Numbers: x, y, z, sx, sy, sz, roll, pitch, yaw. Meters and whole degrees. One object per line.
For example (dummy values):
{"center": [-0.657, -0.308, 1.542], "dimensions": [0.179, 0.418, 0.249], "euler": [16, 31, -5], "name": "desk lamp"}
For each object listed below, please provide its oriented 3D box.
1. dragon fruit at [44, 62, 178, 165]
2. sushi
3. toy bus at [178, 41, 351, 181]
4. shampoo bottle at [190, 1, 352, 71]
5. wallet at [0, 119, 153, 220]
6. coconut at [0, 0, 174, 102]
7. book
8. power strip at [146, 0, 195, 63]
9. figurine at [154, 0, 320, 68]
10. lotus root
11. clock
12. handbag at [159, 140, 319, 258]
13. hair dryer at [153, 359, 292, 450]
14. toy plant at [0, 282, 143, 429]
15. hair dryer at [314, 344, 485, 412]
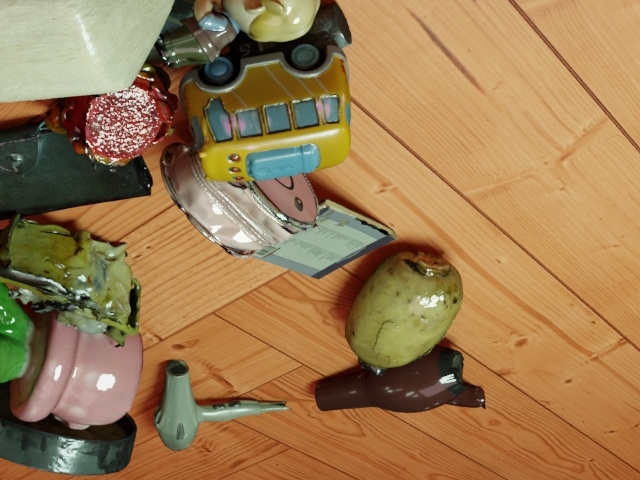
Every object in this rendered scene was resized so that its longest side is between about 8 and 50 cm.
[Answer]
{"center": [-0.273, -0.165, 1.220], "dimensions": [0.208, 0.150, 0.133], "euler": [0, 136, 36], "name": "dragon fruit"}
{"center": [-0.383, 0.054, 1.482], "dimensions": [0.131, 0.139, 0.291], "euler": [-25, 139, 33], "name": "sushi"}
{"center": [-0.060, -0.144, 1.162], "dimensions": [0.209, 0.136, 0.126], "euler": [-9, 156, -3], "name": "toy bus"}
{"center": [-0.065, -0.235, 1.204], "dimensions": [0.208, 0.057, 0.063], "euler": [-16, 151, 17], "name": "shampoo bottle"}
{"center": [-0.411, -0.094, 1.362], "dimensions": [0.318, 0.045, 0.172], "euler": [-9, 143, 5], "name": "wallet"}
{"center": [-0.272, -0.266, 1.003], "dimensions": [0.266, 0.237, 0.237], "euler": [-3, 142, 11], "name": "coconut"}
{"center": [0.000, -0.001, 1.475], "dimensions": [0.157, 0.026, 0.231], "euler": [-27, 156, 23], "name": "book"}
{"center": [-0.186, -0.287, 1.147], "dimensions": [0.080, 0.029, 0.227], "euler": [18, 137, -26], "name": "power strip"}
{"center": [-0.098, -0.261, 1.104], "dimensions": [0.196, 0.108, 0.114], "euler": [-22, 170, 1], "name": "figurine"}
{"center": [0.134, 0.124, 1.609], "dimensions": [0.160, 0.146, 0.284], "euler": [23, 131, -2], "name": "lotus root"}
{"center": [-0.483, 0.323, 1.710], "dimensions": [0.319, 0.319, 0.066], "euler": [16, 93, -23], "name": "clock"}
{"center": [-0.109, -0.074, 1.311], "dimensions": [0.116, 0.179, 0.205], "euler": [-34, 120, 21], "name": "handbag"}
{"center": [-0.209, 0.299, 1.876], "dimensions": [0.267, 0.092, 0.229], "euler": [-19, 135, -3], "name": "hair dryer"}
{"center": [-0.466, 0.191, 1.552], "dimensions": [0.356, 0.317, 0.210], "euler": [24, 94, -31], "name": "toy plant"}
{"center": [0.200, 0.303, 1.900], "dimensions": [0.312, 0.123, 0.340], "euler": [-19, 151, 35], "name": "hair dryer"}
